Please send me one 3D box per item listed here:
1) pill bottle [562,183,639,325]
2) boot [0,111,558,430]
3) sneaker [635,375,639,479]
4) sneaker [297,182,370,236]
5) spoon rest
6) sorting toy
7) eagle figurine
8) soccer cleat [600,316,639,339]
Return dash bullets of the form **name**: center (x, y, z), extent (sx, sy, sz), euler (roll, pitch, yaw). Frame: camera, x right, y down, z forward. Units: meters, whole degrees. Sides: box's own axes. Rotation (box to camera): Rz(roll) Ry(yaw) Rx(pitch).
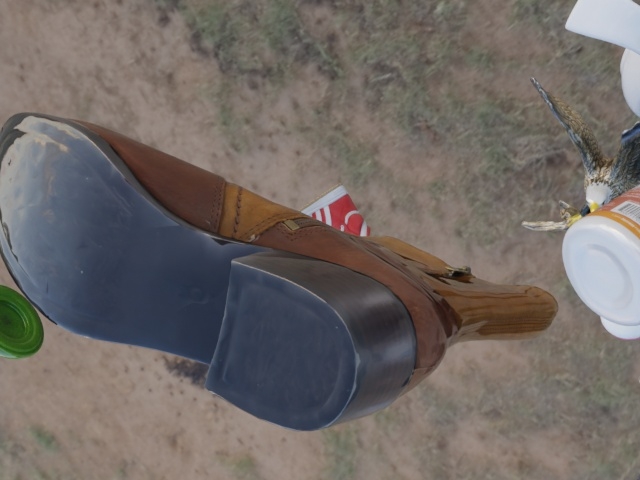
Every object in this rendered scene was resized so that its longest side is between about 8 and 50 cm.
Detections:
- **pill bottle**: center (0.368, -0.010, 0.852), extent (0.121, 0.216, 0.121), euler (49, 154, 33)
- **boot**: center (-0.015, -0.001, 0.485), extent (0.264, 0.280, 0.096), euler (19, 102, 28)
- **sneaker**: center (0.298, 0.173, 0.678), extent (0.086, 0.226, 0.163), euler (64, 165, -8)
- **sneaker**: center (0.000, 0.000, 0.745), extent (0.067, 0.118, 0.042), euler (53, 142, 1)
- **spoon rest**: center (0.367, -0.211, 0.911), extent (0.084, 0.276, 0.137), euler (38, 111, 34)
- **sorting toy**: center (-0.210, 0.060, 0.475), extent (0.042, 0.102, 0.061), euler (-36, 93, 19)
- **eagle figurine**: center (0.449, -0.123, 1.292), extent (0.226, 0.225, 0.299), euler (-10, 124, -2)
- **soccer cleat**: center (0.571, 0.018, 1.345), extent (0.116, 0.331, 0.143), euler (34, 155, 33)
